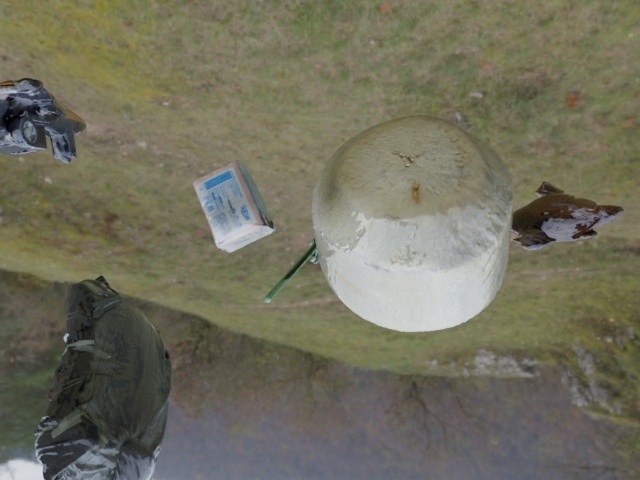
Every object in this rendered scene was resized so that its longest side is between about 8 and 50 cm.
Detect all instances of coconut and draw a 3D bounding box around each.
[{"bbox_3d":[0.112,-0.009,0.805,0.238,0.237,0.265,-3,148,11],"label":"coconut"}]

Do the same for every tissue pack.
[{"bbox_3d":[-0.109,-0.042,0.819,0.074,0.094,0.059,-24,169,10],"label":"tissue pack"}]

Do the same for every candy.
[{"bbox_3d":[0.001,0.001,0.908,0.084,0.078,0.287,-5,-152,32],"label":"candy"}]

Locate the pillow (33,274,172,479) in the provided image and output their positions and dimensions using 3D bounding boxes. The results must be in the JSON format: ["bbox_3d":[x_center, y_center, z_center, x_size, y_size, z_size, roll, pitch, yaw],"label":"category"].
[{"bbox_3d":[-0.255,0.176,0.786,0.093,0.335,0.161,-35,124,17],"label":"pillow"}]

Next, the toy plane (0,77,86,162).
[{"bbox_3d":[-0.363,-0.142,0.797,0.204,0.102,0.316,-8,175,8],"label":"toy plane"}]

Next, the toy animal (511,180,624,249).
[{"bbox_3d":[0.406,-0.031,1.093,0.188,0.089,0.179,-3,-156,19],"label":"toy animal"}]
